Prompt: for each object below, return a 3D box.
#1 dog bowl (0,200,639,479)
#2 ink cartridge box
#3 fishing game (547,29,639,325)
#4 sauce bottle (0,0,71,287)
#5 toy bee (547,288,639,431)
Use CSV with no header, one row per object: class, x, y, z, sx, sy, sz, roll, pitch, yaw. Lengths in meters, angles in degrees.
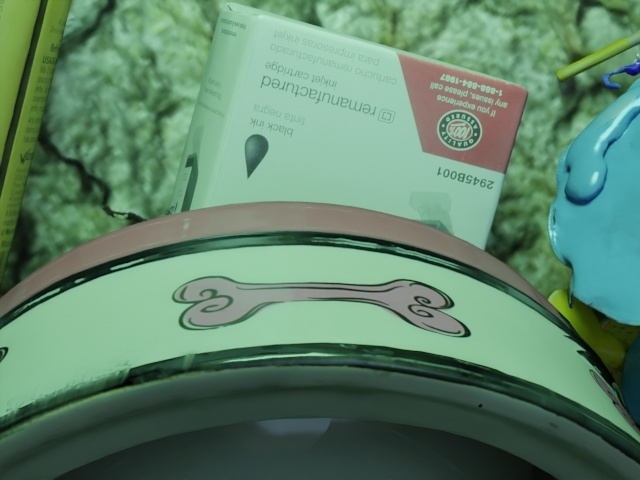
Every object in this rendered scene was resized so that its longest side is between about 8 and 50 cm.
dog bowl,-0.023,0.152,0.843,0.407,0.150,0.408,-3,131,-3
ink cartridge box,0.000,0.000,0.934,0.158,0.092,0.218,13,98,-17
fishing game,0.206,-0.024,0.904,0.189,0.264,0.041,-30,133,13
sauce bottle,-0.176,-0.120,0.857,0.111,0.111,0.344,15,94,-17
toy bee,0.216,0.053,0.991,0.298,0.162,0.195,-32,138,5
